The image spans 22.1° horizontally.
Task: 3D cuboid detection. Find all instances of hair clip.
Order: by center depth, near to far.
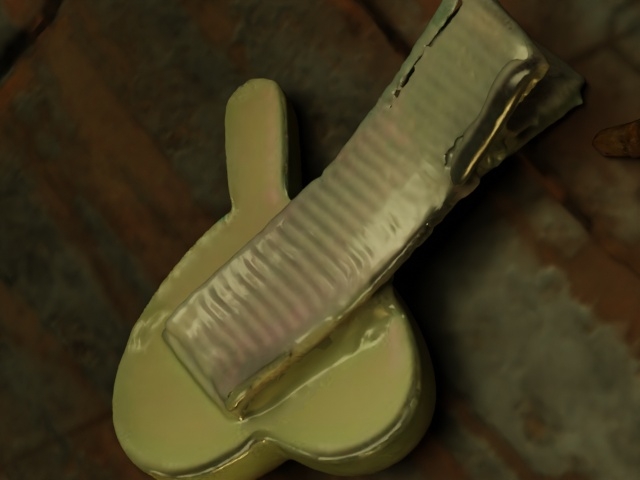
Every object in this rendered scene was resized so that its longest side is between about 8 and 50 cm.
[{"bbox_3d":[-0.001,-0.001,0.612,0.218,0.071,0.159,-48,55,8],"label":"hair clip"}]

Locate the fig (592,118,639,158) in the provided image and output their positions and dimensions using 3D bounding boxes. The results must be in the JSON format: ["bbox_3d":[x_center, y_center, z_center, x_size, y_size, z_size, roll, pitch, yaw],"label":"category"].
[{"bbox_3d":[0.156,-0.047,0.518,0.119,0.119,0.153,-59,15,9],"label":"fig"}]
